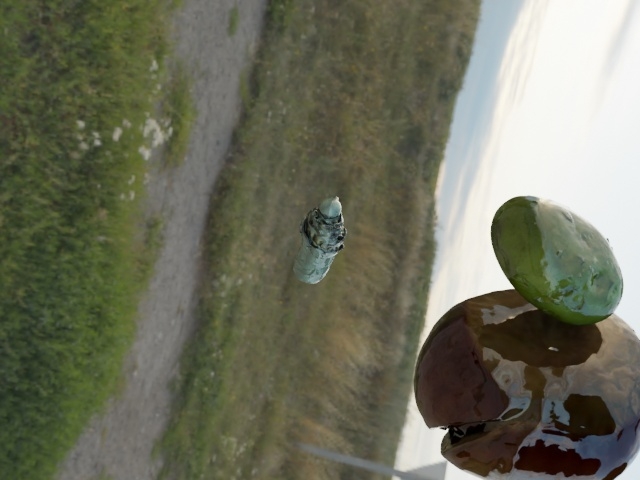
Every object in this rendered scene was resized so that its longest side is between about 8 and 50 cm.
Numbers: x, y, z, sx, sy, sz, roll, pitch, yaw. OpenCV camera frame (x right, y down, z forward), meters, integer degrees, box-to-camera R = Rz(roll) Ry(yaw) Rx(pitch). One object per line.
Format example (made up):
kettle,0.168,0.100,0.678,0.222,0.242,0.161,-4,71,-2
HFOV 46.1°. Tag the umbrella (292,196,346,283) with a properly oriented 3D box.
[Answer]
umbrella,0.000,0.000,0.966,0.067,0.062,0.143,-77,-177,-46

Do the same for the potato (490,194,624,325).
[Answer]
potato,0.376,0.035,1.210,0.148,0.253,0.186,-39,-170,49

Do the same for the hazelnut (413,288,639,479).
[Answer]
hazelnut,0.370,0.273,1.323,0.359,0.410,0.358,1,90,-80
